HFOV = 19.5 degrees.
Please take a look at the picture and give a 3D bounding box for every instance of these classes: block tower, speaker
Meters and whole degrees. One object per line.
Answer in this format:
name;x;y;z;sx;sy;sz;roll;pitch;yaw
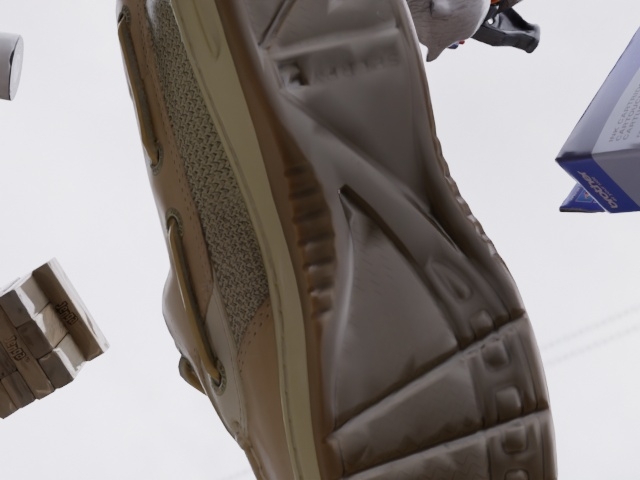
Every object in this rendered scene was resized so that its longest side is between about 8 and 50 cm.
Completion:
block tower;-0.340;0.137;1.501;0.335;0.097;0.091;-30;-83;8
speaker;-0.310;-0.148;1.492;0.136;0.055;0.055;8;-42;-1

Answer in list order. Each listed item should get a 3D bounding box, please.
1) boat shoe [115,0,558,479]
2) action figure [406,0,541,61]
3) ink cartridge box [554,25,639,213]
boat shoe;-0.002;0.020;0.667;0.098;0.109;0.302;-23;-98;50
action figure;0.078;-0.319;1.740;0.341;0.330;0.178;10;-34;-24
ink cartridge box;0.250;-0.105;1.046;0.065;0.186;0.311;40;-18;-17
